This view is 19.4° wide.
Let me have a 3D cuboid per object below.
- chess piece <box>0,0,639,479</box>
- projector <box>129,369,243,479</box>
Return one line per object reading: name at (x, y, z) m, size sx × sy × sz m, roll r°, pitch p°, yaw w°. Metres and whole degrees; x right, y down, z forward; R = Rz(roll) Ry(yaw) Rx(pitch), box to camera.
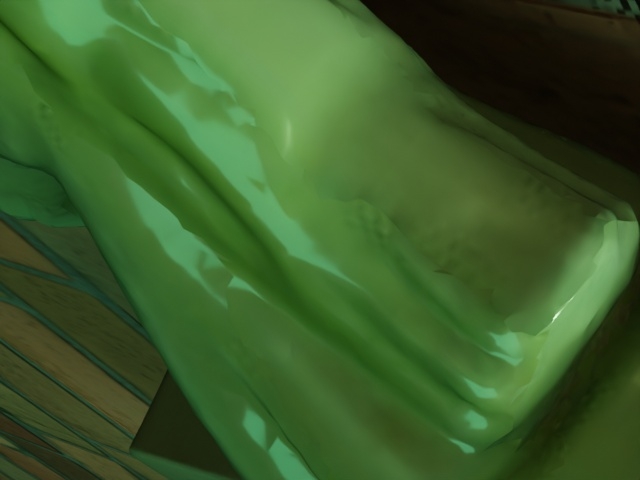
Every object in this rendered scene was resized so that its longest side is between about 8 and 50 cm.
chess piece at (0.000, 0.000, 0.414) m, size 0.298 × 0.176 × 0.176 m, roll 40°, pitch 163°, yaw -3°
projector at (0.084, 0.136, 0.806) m, size 0.257 × 0.079 × 0.259 m, roll 37°, pitch 160°, yaw -36°
